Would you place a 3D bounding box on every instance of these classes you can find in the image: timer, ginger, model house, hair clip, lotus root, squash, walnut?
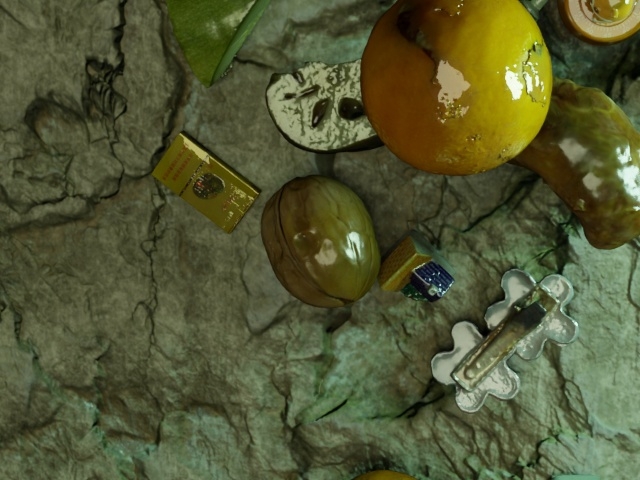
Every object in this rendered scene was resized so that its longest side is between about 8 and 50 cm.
[{"bbox_3d":[0.384,-0.321,1.414,0.132,0.152,0.132,3,104,10],"label":"timer"},{"bbox_3d":[0.338,-0.136,1.467,0.321,0.165,0.172,44,115,15],"label":"ginger"},{"bbox_3d":[0.139,0.053,1.582,0.101,0.100,0.088,43,107,-3],"label":"model house"},{"bbox_3d":[0.279,0.151,1.601,0.146,0.075,0.257,42,114,1],"label":"hair clip"},{"bbox_3d":[0.034,-0.193,1.530,0.235,0.119,0.138,-7,97,11],"label":"lotus root"},{"bbox_3d":[-0.088,-0.342,1.529,0.252,0.093,0.169,-20,98,15],"label":"squash"},{"bbox_3d":[0.000,0.000,1.560,0.167,0.167,0.207,-28,76,16],"label":"walnut"}]

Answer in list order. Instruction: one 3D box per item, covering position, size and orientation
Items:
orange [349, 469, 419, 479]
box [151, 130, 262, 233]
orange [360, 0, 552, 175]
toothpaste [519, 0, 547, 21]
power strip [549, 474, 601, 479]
[{"bbox_3d":[0.096,0.471,1.626,0.240,0.240,0.240,3,104,10],"label":"orange"},{"bbox_3d":[-0.176,-0.090,1.647,0.155,0.023,0.087,38,105,0],"label":"box"},{"bbox_3d":[0.171,-0.202,1.339,0.246,0.246,0.246,3,104,10],"label":"orange"},{"bbox_3d":[0.244,-0.281,1.513,0.197,0.035,0.057,-41,88,20],"label":"toothpaste"},{"bbox_3d":[0.398,0.506,1.621,0.229,0.141,0.261,-1,104,0],"label":"power strip"}]
